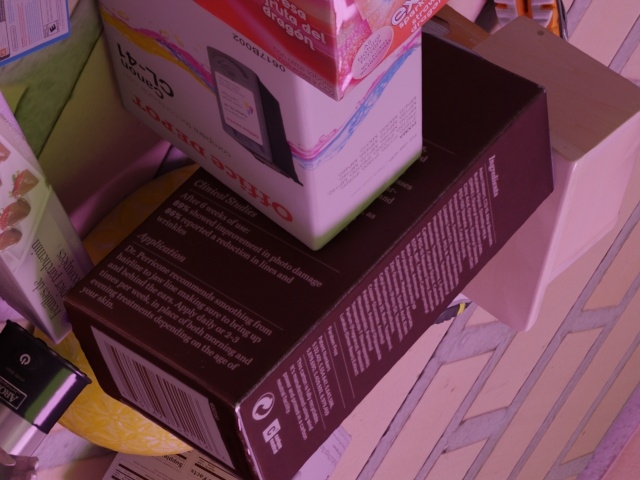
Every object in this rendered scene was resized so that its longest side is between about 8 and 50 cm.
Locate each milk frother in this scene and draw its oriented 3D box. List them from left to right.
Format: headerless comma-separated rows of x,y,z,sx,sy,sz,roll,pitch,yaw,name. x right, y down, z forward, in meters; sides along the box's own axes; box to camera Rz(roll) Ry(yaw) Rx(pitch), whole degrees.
-0.259,0.140,1.450,0.134,0.129,0.143,-53,151,-9,milk frother

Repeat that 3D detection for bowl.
-0.100,0.091,1.608,0.289,0.156,0.289,-35,146,-29,bowl

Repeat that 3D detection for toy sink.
0.188,-0.059,1.640,0.131,0.153,0.234,-37,150,-34,toy sink

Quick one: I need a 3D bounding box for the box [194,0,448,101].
-0.050,-0.243,1.065,0.154,0.300,0.142,-43,156,-21,box

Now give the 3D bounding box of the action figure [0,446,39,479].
-0.374,0.186,1.222,0.276,0.248,0.370,-29,-149,51,action figure

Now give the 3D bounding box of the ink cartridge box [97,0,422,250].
-0.047,-0.165,1.282,0.131,0.226,0.306,-43,155,-22,ink cartridge box

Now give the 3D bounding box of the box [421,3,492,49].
0.102,-0.143,1.719,0.170,0.130,0.091,-27,147,-47,box

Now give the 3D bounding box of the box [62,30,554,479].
0.000,0.000,1.443,0.381,0.191,0.143,-46,146,-23,box

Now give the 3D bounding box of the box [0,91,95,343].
-0.235,-0.024,1.339,0.063,0.067,0.324,-47,156,-15,box

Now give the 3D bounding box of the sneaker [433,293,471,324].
0.077,0.010,1.885,0.385,0.145,0.147,-33,145,-46,sneaker

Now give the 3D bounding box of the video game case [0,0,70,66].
-0.233,-0.160,1.165,0.166,0.015,0.119,-31,134,-38,video game case

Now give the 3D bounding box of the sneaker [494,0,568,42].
0.227,-0.185,1.877,0.083,0.084,0.214,-21,111,-71,sneaker

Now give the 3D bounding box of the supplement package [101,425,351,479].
-0.095,0.231,1.827,0.203,0.149,0.194,-59,158,-11,supplement package
